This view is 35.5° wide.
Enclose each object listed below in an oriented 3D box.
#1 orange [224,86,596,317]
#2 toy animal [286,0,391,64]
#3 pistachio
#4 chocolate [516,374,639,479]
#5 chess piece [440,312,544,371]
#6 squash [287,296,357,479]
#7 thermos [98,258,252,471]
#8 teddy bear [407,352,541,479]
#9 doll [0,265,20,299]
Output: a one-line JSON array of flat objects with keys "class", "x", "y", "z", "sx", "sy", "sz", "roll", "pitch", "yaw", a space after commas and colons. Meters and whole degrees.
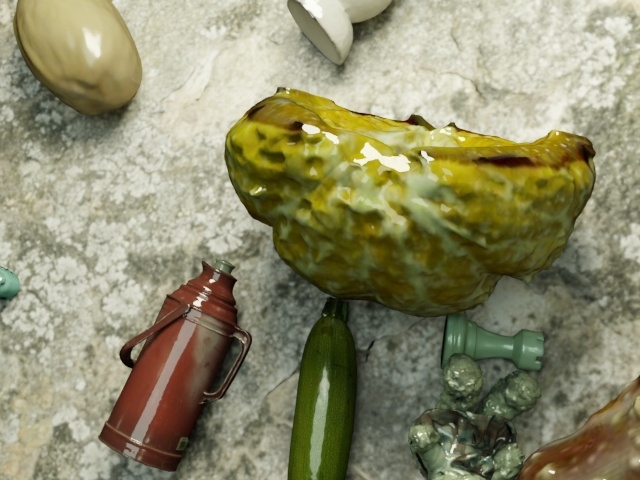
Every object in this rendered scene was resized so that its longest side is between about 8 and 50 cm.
[{"class": "orange", "x": 0.075, "y": -0.035, "z": 1.002, "sx": 0.369, "sy": 0.271, "sz": 0.210, "roll": 13, "pitch": 98, "yaw": 14}, {"class": "toy animal", "x": 0.061, "y": -0.322, "z": 1.151, "sx": 0.221, "sy": 0.104, "sz": 0.131, "roll": -42, "pitch": 71, "yaw": 1}, {"class": "pistachio", "x": -0.298, "y": -0.246, "z": 1.214, "sx": 0.136, "sy": 0.136, "sz": 0.226, "roll": -33, "pitch": 65, "yaw": 4}, {"class": "chocolate", "x": 0.304, "y": 0.301, "z": 0.898, "sx": 0.210, "sy": 0.225, "sz": 0.340, "roll": -31, "pitch": 72, "yaw": 18}, {"class": "chess piece", "x": 0.180, "y": 0.111, "z": 1.049, "sx": 0.103, "sy": 0.067, "sz": 0.067, "roll": 7, "pitch": 79, "yaw": 5}, {"class": "squash", "x": 0.004, "y": 0.182, "z": 1.068, "sx": 0.066, "sy": 0.066, "sz": 0.252, "roll": 3, "pitch": 78, "yaw": 14}, {"class": "thermos", "x": -0.148, "y": 0.130, "z": 1.098, "sx": 0.124, "sy": 0.099, "sz": 0.232, "roll": 24, "pitch": 84, "yaw": 21}, {"class": "teddy bear", "x": 0.136, "y": 0.224, "z": 1.003, "sx": 0.133, "sy": 0.111, "sz": 0.213, "roll": 23, "pitch": 68, "yaw": -17}, {"class": "doll", "x": -0.463, "y": 0.052, "z": 1.211, "sx": 0.159, "sy": 0.059, "sz": 0.158, "roll": -40, "pitch": 74, "yaw": 3}]
